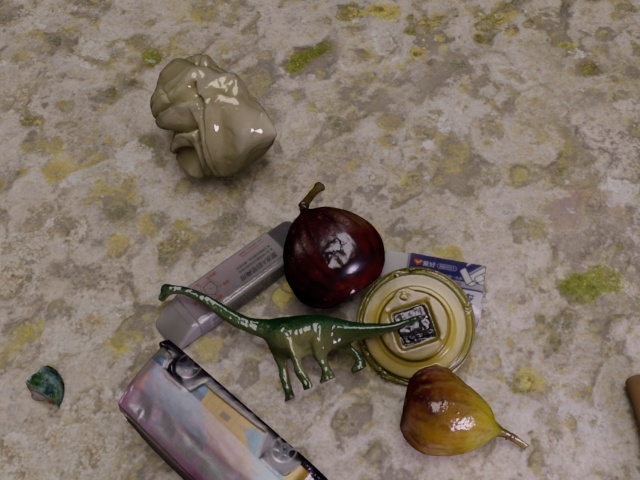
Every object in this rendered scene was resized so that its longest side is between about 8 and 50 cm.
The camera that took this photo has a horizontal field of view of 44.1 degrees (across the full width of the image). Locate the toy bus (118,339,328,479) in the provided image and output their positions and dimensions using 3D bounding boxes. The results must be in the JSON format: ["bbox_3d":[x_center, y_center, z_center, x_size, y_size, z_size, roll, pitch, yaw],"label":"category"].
[{"bbox_3d":[-0.175,0.360,1.380,0.386,0.171,0.162,36,74,19],"label":"toy bus"}]

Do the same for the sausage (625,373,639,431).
[{"bbox_3d":[0.615,0.387,1.434,0.065,0.066,0.301,0,59,-1],"label":"sausage"}]

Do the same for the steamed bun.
[{"bbox_3d":[-0.258,-0.266,1.723,0.203,0.276,0.289,-42,91,-12],"label":"steamed bun"}]

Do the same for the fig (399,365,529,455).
[{"bbox_3d":[0.266,0.332,1.432,0.257,0.159,0.159,23,58,-11],"label":"fig"}]

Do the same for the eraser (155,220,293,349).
[{"bbox_3d":[-0.175,0.085,1.608,0.352,0.061,0.089,-35,64,-22],"label":"eraser"}]

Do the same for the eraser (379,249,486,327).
[{"bbox_3d":[0.223,0.097,1.606,0.210,0.068,0.125,11,59,6],"label":"eraser"}]

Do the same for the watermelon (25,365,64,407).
[{"bbox_3d":[-0.524,0.276,1.496,0.061,0.085,0.085,-37,61,11],"label":"watermelon"}]

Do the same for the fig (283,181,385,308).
[{"bbox_3d":[0.001,0.001,1.555,0.203,0.186,0.250,-36,78,0],"label":"fig"}]

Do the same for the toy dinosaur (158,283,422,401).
[{"bbox_3d":[-0.057,0.139,1.510,0.447,0.087,0.301,-23,74,-4],"label":"toy dinosaur"}]

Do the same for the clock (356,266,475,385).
[{"bbox_3d":[0.182,0.163,1.520,0.236,0.057,0.237,-1,81,6],"label":"clock"}]
